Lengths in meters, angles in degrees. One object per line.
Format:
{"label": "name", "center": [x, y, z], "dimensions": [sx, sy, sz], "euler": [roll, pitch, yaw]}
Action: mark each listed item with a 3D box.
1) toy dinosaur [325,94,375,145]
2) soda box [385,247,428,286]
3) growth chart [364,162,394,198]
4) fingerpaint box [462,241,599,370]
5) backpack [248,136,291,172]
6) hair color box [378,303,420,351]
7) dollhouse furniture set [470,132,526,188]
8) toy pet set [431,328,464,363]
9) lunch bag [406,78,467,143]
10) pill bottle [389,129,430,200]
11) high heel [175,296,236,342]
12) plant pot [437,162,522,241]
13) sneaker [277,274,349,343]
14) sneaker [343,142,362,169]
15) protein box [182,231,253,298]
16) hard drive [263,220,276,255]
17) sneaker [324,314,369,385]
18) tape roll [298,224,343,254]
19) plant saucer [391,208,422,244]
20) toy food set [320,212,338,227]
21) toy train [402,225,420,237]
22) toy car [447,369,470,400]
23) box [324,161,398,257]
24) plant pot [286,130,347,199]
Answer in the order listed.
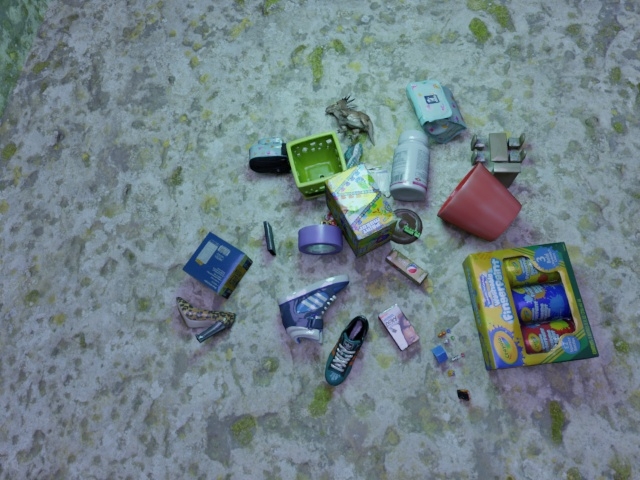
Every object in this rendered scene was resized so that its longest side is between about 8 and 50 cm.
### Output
{"label": "toy dinosaur", "center": [0.160, -0.576, 2.088], "dimensions": [0.296, 0.127, 0.200], "euler": [30, 41, -1]}
{"label": "soda box", "center": [0.361, 0.112, 1.864], "dimensions": [0.181, 0.061, 0.058], "euler": [39, 80, 16]}
{"label": "growth chart", "center": [0.231, -0.274, 2.026], "dimensions": [0.238, 0.021, 0.171], "euler": [4, 72, 8]}
{"label": "fingerpaint box", "center": [0.791, 0.253, 1.716], "dimensions": [0.372, 0.163, 0.443], "euler": [-7, 71, 4]}
{"label": "backpack", "center": [-0.237, -0.385, 2.038], "dimensions": [0.189, 0.166, 0.144], "euler": [-10, 70, 0]}
{"label": "hair color box", "center": [0.317, 0.352, 1.797], "dimensions": [0.093, 0.053, 0.167], "euler": [-32, 73, -5]}
{"label": "dollhouse furniture set", "center": [0.779, -0.369, 1.920], "dimensions": [0.213, 0.161, 0.241], "euler": [1, 72, 7]}
{"label": "toy pet set", "center": [0.495, 0.423, 1.747], "dimensions": [0.114, 0.065, 0.122], "euler": [-28, 71, -3]}
{"label": "lunch bag", "center": [0.499, -0.576, 1.960], "dimensions": [0.160, 0.263, 0.223], "euler": [-32, 63, 39]}
{"label": "pill bottle", "center": [0.397, -0.329, 1.951], "dimensions": [0.161, 0.160, 0.282], "euler": [7, 74, 9]}
{"label": "high heel", "center": [-0.495, 0.303, 1.908], "dimensions": [0.186, 0.093, 0.261], "euler": [-29, 57, -27]}
{"label": "plant pot", "center": [0.660, -0.141, 1.821], "dimensions": [0.243, 0.275, 0.274], "euler": [38, 80, 7]}
{"label": "sneaker", "center": [0.000, 0.295, 1.824], "dimensions": [0.323, 0.130, 0.236], "euler": [-20, 81, -5]}
{"label": "sneaker", "center": [0.137, -0.379, 2.046], "dimensions": [0.076, 0.065, 0.166], "euler": [4, 55, 33]}
{"label": "protein box", "center": [-0.440, 0.109, 1.917], "dimensions": [0.200, 0.136, 0.201], "euler": [30, 78, 14]}
{"label": "hard drive", "center": [-0.223, -0.008, 1.952], "dimensions": [0.022, 0.094, 0.135], "euler": [-12, 71, 3]}
{"label": "sneaker", "center": [0.099, 0.430, 1.760], "dimensions": [0.108, 0.121, 0.301], "euler": [24, 76, 13]}
{"label": "tape roll", "center": [0.000, 0.000, 1.875], "dimensions": [0.189, 0.189, 0.080], "euler": [-4, 72, 5]}
{"label": "plant saucer", "center": [0.363, -0.066, 1.940], "dimensions": [0.169, 0.029, 0.168], "euler": [-2, 72, 5]}
{"label": "toy food set", "center": [0.045, -0.084, 1.985], "dimensions": [0.084, 0.020, 0.082], "euler": [22, 76, 13]}
{"label": "toy train", "center": [0.390, -0.037, 1.904], "dimensions": [0.083, 0.017, 0.023], "euler": [29, 88, 14]}
{"label": "toy car", "center": [0.542, 0.553, 1.707], "dimensions": [0.041, 0.060, 0.121], "euler": [-12, 75, -31]}
{"label": "box", "center": [0.159, -0.114, 1.825], "dimensions": [0.177, 0.290, 0.279], "euler": [-27, 75, -5]}
{"label": "plant pot", "center": [-0.007, -0.317, 1.969], "dimensions": [0.228, 0.207, 0.228], "euler": [-15, 71, 1]}
